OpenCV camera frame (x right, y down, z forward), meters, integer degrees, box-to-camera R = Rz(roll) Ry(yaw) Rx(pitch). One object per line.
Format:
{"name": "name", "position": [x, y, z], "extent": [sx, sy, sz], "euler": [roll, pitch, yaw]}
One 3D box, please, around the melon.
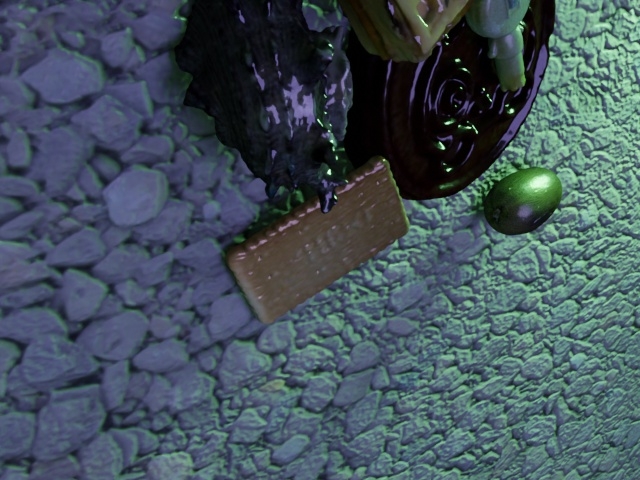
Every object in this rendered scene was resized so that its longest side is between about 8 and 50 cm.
{"name": "melon", "position": [0.326, -0.064, 1.974], "extent": [0.162, 0.099, 0.099], "euler": [-27, 133, -41]}

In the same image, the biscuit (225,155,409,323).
{"name": "biscuit", "position": [0.000, 0.000, 1.637], "extent": [0.250, 0.030, 0.160], "euler": [-34, 139, -8]}

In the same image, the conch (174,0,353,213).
{"name": "conch", "position": [-0.036, -0.187, 1.407], "extent": [0.313, 0.186, 0.240], "euler": [66, 27, -25]}

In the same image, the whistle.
{"name": "whistle", "position": [0.242, -0.277, 1.622], "extent": [0.104, 0.057, 0.198], "euler": [-42, 135, -24]}

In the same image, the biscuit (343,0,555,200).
{"name": "biscuit", "position": [0.189, -0.242, 1.698], "extent": [0.407, 0.091, 0.407], "euler": [-28, 133, -35]}

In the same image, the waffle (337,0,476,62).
{"name": "waffle", "position": [0.085, -0.416, 1.380], "extent": [0.261, 0.114, 0.376], "euler": [-46, 130, -15]}
